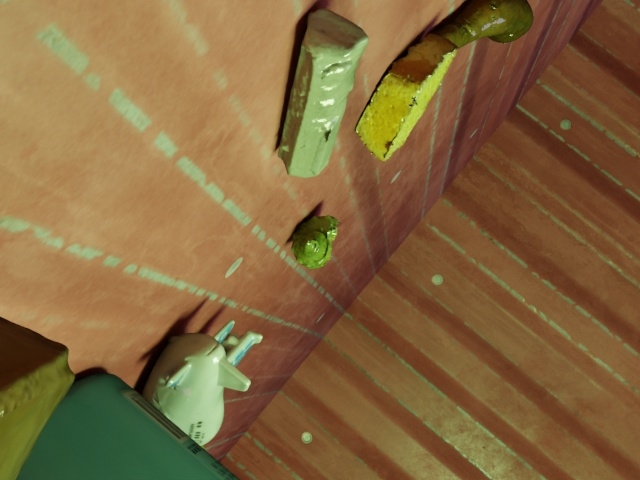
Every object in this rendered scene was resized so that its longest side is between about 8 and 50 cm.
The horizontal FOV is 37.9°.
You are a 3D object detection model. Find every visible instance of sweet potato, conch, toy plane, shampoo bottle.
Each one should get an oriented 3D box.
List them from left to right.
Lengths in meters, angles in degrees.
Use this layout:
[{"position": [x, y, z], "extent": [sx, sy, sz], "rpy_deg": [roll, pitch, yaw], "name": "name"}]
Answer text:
[{"position": [-0.213, 0.365, 0.994], "extent": [0.331, 0.342, 0.331], "rpy_deg": [-48, 171, -10], "name": "shampoo bottle"}, {"position": [-0.176, 0.206, 1.259], "extent": [0.267, 0.122, 0.267], "rpy_deg": [-47, 173, -8], "name": "toy plane"}, {"position": [0.000, 0.000, 1.429], "extent": [0.089, 0.074, 0.121], "rpy_deg": [-41, 169, 12], "name": "conch"}, {"position": [0.256, -0.323, 1.378], "extent": [0.108, 0.079, 0.346], "rpy_deg": [-41, 174, 30], "name": "sweet potato"}]

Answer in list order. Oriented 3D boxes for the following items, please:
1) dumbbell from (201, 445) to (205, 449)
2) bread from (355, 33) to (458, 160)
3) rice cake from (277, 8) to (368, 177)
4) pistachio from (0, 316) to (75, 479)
[{"position": [-0.260, 0.397, 1.550], "extent": [0.108, 0.121, 0.302], "rpy_deg": [-21, 166, -24], "name": "dumbbell"}, {"position": [0.114, -0.192, 1.253], "extent": [0.103, 0.065, 0.187], "rpy_deg": [-42, 169, -37], "name": "bread"}, {"position": [-0.003, -0.134, 0.917], "extent": [0.256, 0.057, 0.052], "rpy_deg": [111, -5, -67], "name": "rice cake"}, {"position": [-0.218, 0.098, 0.458], "extent": [0.212, 0.163, 0.260], "rpy_deg": [-12, -171, 26], "name": "pistachio"}]
